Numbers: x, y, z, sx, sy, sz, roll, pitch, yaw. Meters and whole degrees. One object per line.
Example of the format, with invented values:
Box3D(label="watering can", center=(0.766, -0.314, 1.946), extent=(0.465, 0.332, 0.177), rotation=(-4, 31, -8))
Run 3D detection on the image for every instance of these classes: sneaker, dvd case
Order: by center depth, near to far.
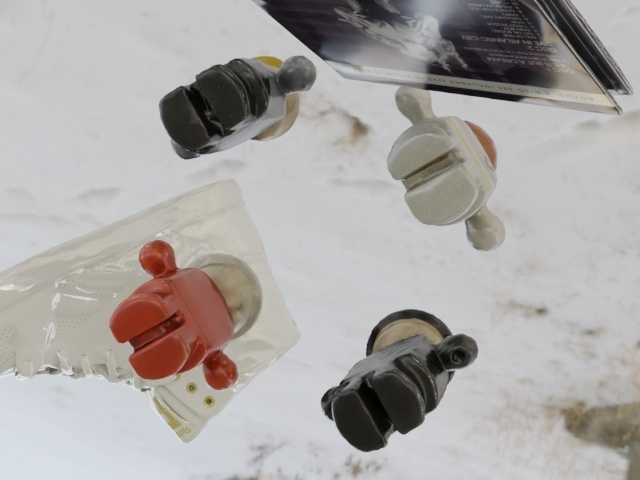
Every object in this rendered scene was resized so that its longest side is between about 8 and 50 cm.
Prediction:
Box3D(label="dvd case", center=(0.015, -0.114, 0.412), extent=(0.165, 0.018, 0.221), rotation=(15, 170, 39))
Box3D(label="sneaker", center=(-0.151, 0.083, 0.728), extent=(0.169, 0.293, 0.108), rotation=(64, 158, 2))

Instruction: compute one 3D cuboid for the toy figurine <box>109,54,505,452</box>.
Box3D(label="toy figurine", center=(0.000, 0.000, 0.600), extent=(0.213, 0.209, 0.148), rotation=(14, -168, 13))
